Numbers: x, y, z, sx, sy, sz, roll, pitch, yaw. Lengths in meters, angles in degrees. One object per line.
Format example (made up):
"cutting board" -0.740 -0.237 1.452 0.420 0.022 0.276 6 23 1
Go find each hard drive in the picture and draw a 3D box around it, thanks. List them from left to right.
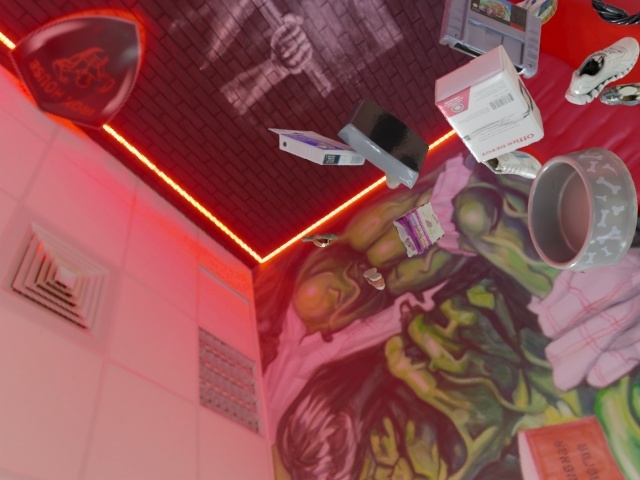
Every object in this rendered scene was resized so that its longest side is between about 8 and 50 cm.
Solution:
"hard drive" 0.184 -0.277 1.295 0.254 0.054 0.172 34 -125 -9

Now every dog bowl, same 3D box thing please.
"dog bowl" 0.687 -0.077 1.273 0.349 0.102 0.350 177 90 -86

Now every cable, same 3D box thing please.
"cable" 0.790 -0.642 1.218 0.047 0.150 0.185 -37 -78 -38

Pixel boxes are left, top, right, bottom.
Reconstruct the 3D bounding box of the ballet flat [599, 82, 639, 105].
"ballet flat" 0.934 -0.443 1.410 0.070 0.188 0.070 165 90 -71

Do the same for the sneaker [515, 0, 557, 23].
"sneaker" 0.792 -0.871 1.873 0.131 0.296 0.112 50 178 39

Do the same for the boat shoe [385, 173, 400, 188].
"boat shoe" 0.296 -0.300 1.771 0.065 0.075 0.206 -37 -43 -62

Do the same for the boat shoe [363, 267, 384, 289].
"boat shoe" 0.176 0.123 1.521 0.043 0.049 0.137 62 175 -13

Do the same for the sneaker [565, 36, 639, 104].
"sneaker" 0.928 -0.575 1.526 0.110 0.292 0.118 43 172 41

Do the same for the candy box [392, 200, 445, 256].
"candy box" 0.398 -0.049 1.879 0.233 0.071 0.159 -27 -88 -49

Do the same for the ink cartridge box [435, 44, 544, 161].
"ink cartridge box" 0.416 -0.324 1.150 0.237 0.171 0.100 38 -132 -35

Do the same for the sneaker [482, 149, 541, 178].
"sneaker" 0.632 -0.260 1.577 0.228 0.092 0.087 26 154 3

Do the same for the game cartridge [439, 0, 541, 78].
"game cartridge" 0.580 -0.711 1.576 0.354 0.231 0.068 15 169 -13

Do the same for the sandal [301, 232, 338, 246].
"sandal" 0.000 0.000 1.710 0.072 0.180 0.049 -8 -89 -42

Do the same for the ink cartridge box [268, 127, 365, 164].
"ink cartridge box" -0.010 -0.262 1.310 0.208 0.045 0.206 29 -156 31
